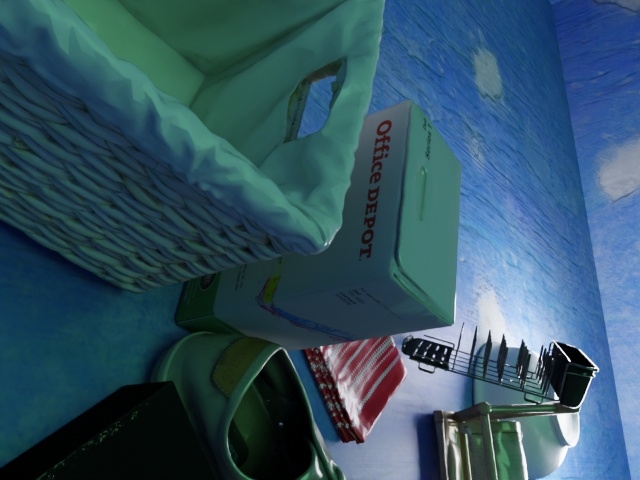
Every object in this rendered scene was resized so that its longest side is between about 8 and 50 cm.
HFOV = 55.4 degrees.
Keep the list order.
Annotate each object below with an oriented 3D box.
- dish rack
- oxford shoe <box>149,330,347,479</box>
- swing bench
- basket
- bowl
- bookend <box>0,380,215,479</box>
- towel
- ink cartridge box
[{"bbox_3d":[0.265,0.178,0.942,0.208,0.271,0.074,8,95,-75],"label":"dish rack"},{"bbox_3d":[-0.022,0.290,0.640,0.169,0.130,0.449,-46,117,-53],"label":"oxford shoe"},{"bbox_3d":[0.273,0.387,0.942,0.165,0.255,0.253,3,70,-15],"label":"swing bench"},{"bbox_3d":[-0.155,-0.173,0.496,0.331,0.266,0.328,39,49,-35],"label":"basket"},{"bbox_3d":[0.433,0.346,1.235,0.298,0.134,0.298,23,60,-48],"label":"bowl"},{"bbox_3d":[-0.170,0.225,0.508,0.156,0.072,0.157,-33,105,-53],"label":"bookend"},{"bbox_3d":[0.038,0.122,0.869,0.199,0.031,0.275,-36,107,-54],"label":"towel"},{"bbox_3d":[0.000,0.000,0.647,0.117,0.278,0.201,39,49,-39],"label":"ink cartridge box"}]
